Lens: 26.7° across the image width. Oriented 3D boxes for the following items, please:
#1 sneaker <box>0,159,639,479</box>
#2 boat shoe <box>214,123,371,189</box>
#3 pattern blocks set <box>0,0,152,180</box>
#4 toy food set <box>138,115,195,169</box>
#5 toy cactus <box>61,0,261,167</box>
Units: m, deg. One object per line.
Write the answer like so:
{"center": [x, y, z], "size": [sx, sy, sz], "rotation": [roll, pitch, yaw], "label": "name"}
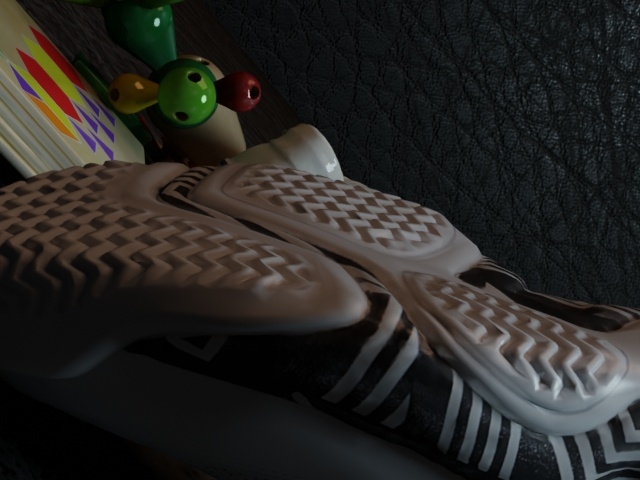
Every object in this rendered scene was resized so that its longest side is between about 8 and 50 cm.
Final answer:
{"center": [0.050, 0.110, 0.422], "size": [0.366, 0.210, 0.137], "rotation": [14, 15, -11], "label": "sneaker"}
{"center": [0.000, 0.000, 0.820], "size": [0.096, 0.088, 0.267], "rotation": [55, 0, 25], "label": "boat shoe"}
{"center": [-0.132, -0.067, 0.597], "size": [0.285, 0.026, 0.325], "rotation": [51, 5, -9], "label": "pattern blocks set"}
{"center": [-0.086, -0.040, 0.823], "size": [0.082, 0.020, 0.083], "rotation": [53, 7, 26], "label": "toy food set"}
{"center": [-0.085, -0.115, 0.758], "size": [0.219, 0.112, 0.180], "rotation": [43, -12, 43], "label": "toy cactus"}
